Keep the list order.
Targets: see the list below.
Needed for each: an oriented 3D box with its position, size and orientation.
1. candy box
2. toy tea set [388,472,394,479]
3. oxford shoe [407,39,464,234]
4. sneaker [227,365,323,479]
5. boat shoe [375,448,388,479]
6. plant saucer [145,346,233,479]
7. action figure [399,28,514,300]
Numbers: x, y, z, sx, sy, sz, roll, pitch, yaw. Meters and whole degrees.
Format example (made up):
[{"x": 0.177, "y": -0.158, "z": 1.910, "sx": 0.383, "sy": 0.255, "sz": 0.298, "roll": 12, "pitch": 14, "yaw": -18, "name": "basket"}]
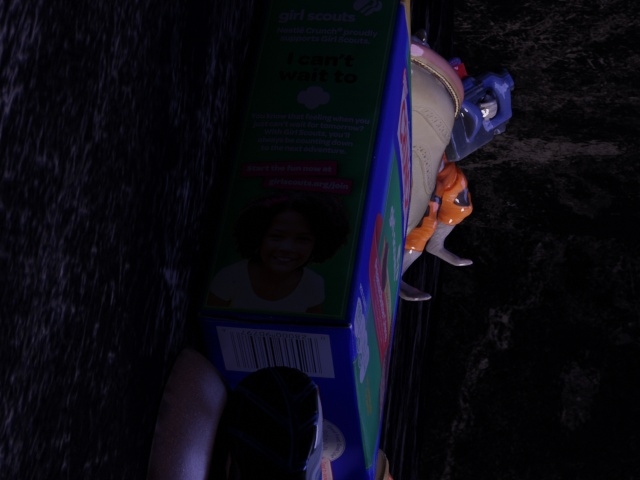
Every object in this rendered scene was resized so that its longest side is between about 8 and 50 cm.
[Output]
[{"x": 0.000, "y": 0.000, "z": 1.445, "sx": 0.268, "sy": 0.122, "sz": 0.317, "roll": 82, "pitch": 13, "yaw": -56, "name": "candy box"}, {"x": 0.041, "y": 0.327, "z": 2.095, "sx": 0.200, "sy": 0.124, "sz": 0.336, "roll": 56, "pitch": -4, "yaw": 45, "name": "toy tea set"}, {"x": 0.066, "y": -0.086, "z": 1.881, "sx": 0.397, "sy": 0.140, "sz": 0.147, "roll": 72, "pitch": 31, "yaw": -68, "name": "oxford shoe"}, {"x": -0.030, "y": 0.189, "z": 1.211, "sx": 0.081, "sy": 0.080, "sz": 0.211, "roll": 81, "pitch": 16, "yaw": -51, "name": "sneaker"}, {"x": 0.025, "y": 0.277, "z": 1.875, "sx": 0.190, "sy": 0.068, "sz": 0.072, "roll": -62, "pitch": 177, "yaw": -37, "name": "boat shoe"}, {"x": -0.083, "y": 0.172, "z": 1.247, "sx": 0.198, "sy": 0.036, "sz": 0.199, "roll": 4, "pitch": 90, "yaw": -82, "name": "plant saucer"}, {"x": 0.100, "y": -0.098, "z": 2.301, "sx": 0.341, "sy": 0.178, "sz": 0.330, "roll": -21, "pitch": 112, "yaw": -52, "name": "action figure"}]
